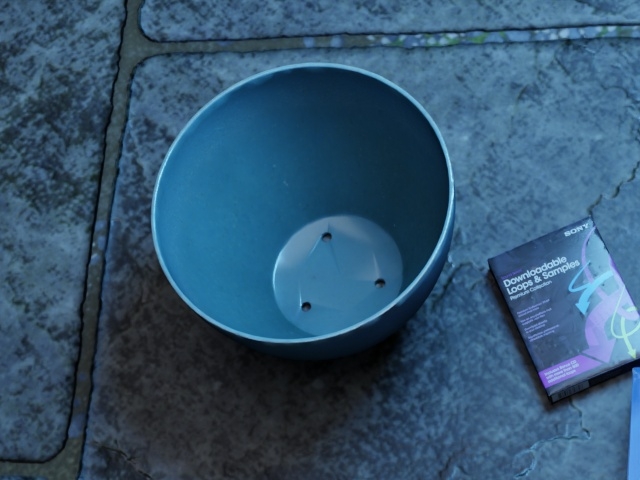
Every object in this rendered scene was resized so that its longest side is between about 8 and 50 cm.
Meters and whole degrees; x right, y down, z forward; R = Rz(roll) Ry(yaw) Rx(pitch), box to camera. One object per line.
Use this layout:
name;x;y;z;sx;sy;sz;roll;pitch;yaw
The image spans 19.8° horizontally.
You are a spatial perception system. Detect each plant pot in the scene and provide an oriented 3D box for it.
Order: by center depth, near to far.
plant pot;0.000;0.000;1.801;0.290;0.195;0.290;-5;65;10

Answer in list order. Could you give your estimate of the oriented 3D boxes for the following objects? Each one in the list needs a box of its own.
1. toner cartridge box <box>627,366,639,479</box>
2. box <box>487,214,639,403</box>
toner cartridge box;0.356;0.291;1.658;0.165;0.075;0.348;1;66;12
box;0.247;0.066;1.810;0.116;0.029;0.162;-23;62;1
